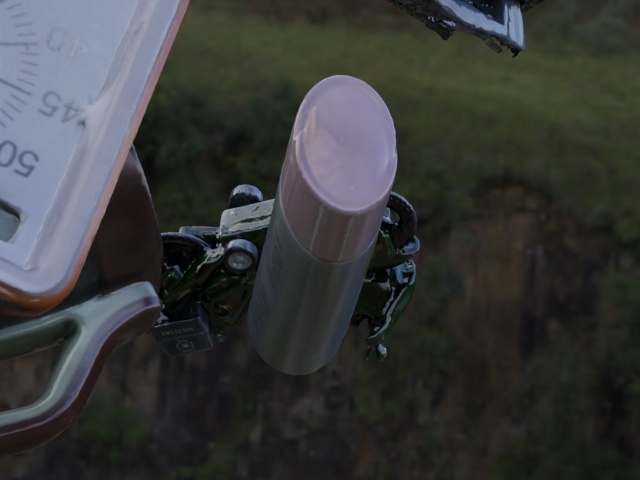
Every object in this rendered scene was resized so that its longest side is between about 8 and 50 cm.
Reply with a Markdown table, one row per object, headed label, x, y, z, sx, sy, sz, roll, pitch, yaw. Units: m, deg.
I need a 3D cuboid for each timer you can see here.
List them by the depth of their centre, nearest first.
| label | x | y | z | sx | sy | sz | roll | pitch | yaw |
| --- | --- | --- | --- | --- | --- | --- | --- | --- | --- |
| timer | -0.238 | -0.091 | 0.952 | 0.257 | 0.250 | 0.161 | 26 | -46 | -14 |

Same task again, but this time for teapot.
| label | x | y | z | sx | sy | sz | roll | pitch | yaw |
| --- | --- | --- | --- | --- | --- | --- | --- | --- | --- |
| teapot | -0.289 | 0.030 | 1.276 | 0.312 | 0.315 | 0.233 | -23 | -25 | -18 |

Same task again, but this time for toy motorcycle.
| label | x | y | z | sx | sy | sz | roll | pitch | yaw |
| --- | --- | --- | --- | --- | --- | --- | --- | --- | --- |
| toy motorcycle | -0.032 | 0.039 | 1.491 | 0.275 | 0.187 | 0.124 | -11 | 42 | 15 |

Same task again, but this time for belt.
| label | x | y | z | sx | sy | sz | roll | pitch | yaw |
| --- | --- | --- | --- | --- | --- | --- | --- | --- | --- |
| belt | 0.092 | -0.203 | 1.134 | 0.122 | 0.128 | 0.218 | -11 | -12 | 26 |

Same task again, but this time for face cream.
| label | x | y | z | sx | sy | sz | roll | pitch | yaw |
| --- | --- | --- | --- | --- | --- | --- | --- | --- | --- |
| face cream | 0.000 | 0.000 | 0.872 | 0.057 | 0.084 | 0.198 | 3 | -29 | -9 |
